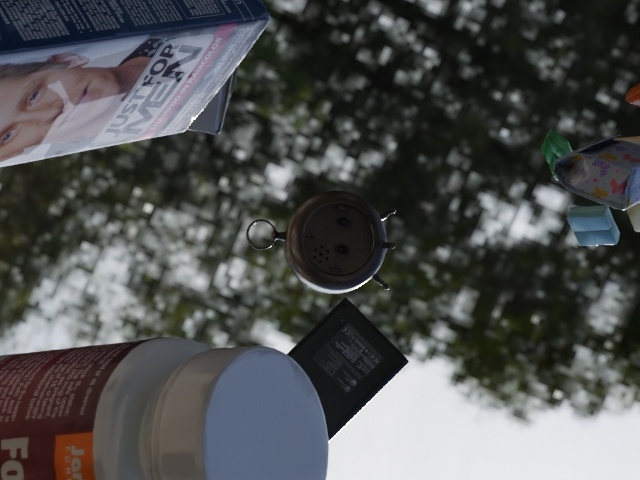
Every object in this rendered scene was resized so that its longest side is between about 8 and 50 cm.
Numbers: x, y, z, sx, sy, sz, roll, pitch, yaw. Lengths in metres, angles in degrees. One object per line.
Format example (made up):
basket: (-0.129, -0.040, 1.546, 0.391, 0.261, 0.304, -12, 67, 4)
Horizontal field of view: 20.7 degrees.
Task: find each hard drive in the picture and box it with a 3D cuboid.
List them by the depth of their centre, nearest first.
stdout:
hard drive: (0.010, 0.138, 1.792, 0.135, 0.094, 0.022, -44, 175, -9)

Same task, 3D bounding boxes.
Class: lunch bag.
lunch bag: (0.264, -0.067, 1.610, 0.071, 0.083, 0.053, -19, 122, -48)

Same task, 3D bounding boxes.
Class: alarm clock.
alarm clock: (0.000, 0.000, 2.252, 0.064, 0.192, 0.129, 123, -29, -82)

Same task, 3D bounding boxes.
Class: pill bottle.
pill bottle: (-0.201, 0.212, 1.727, 0.392, 0.224, 0.224, -9, -126, 37)

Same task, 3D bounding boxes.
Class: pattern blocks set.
pattern blocks set: (0.388, -0.062, 1.774, 0.285, 0.324, 0.026, 69, 36, -43)

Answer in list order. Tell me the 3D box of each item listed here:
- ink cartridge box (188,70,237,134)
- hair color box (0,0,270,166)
ink cartridge box: (-0.181, -0.215, 1.855, 0.273, 0.197, 0.114, -86, -174, -71)
hair color box: (-0.226, -0.156, 1.491, 0.105, 0.347, 0.174, 57, -48, 17)
